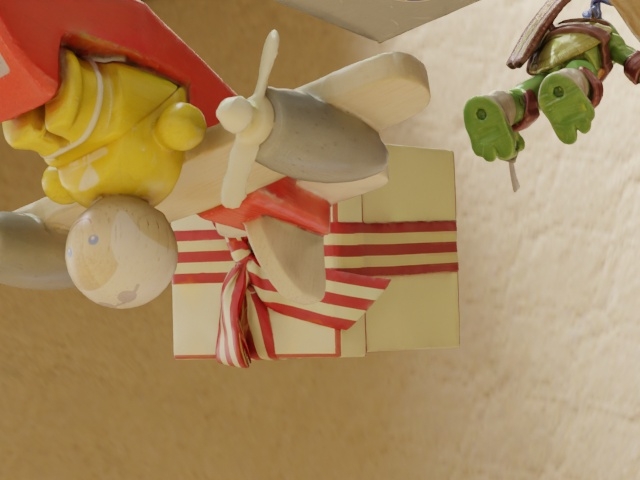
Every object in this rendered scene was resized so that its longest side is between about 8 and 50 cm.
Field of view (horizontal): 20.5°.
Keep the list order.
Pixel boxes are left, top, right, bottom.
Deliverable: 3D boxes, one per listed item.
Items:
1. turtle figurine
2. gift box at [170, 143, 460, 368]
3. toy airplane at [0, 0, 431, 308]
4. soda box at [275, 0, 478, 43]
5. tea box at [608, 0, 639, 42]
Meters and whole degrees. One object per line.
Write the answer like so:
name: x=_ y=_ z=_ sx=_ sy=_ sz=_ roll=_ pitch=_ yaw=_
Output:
turtle figurine: x=0.274 y=-0.120 z=1.874 sx=0.197 sy=0.266 sz=0.275 roll=22 pitch=115 yaw=22
gift box: x=0.000 y=0.000 z=1.852 sx=0.276 sy=0.258 sz=0.255 roll=-10 pitch=83 yaw=38
toy airplane: x=-0.123 y=-0.049 z=1.427 sx=0.384 sy=0.386 sz=0.272 roll=12 pitch=54 yaw=1
soda box: x=0.089 y=-0.211 z=1.084 sx=0.098 sy=0.286 sz=0.091 roll=18 pitch=70 yaw=-32
tea box: x=0.231 y=-0.155 z=0.452 sx=0.323 sy=0.329 sz=0.220 roll=-31 pitch=23 yaw=28
